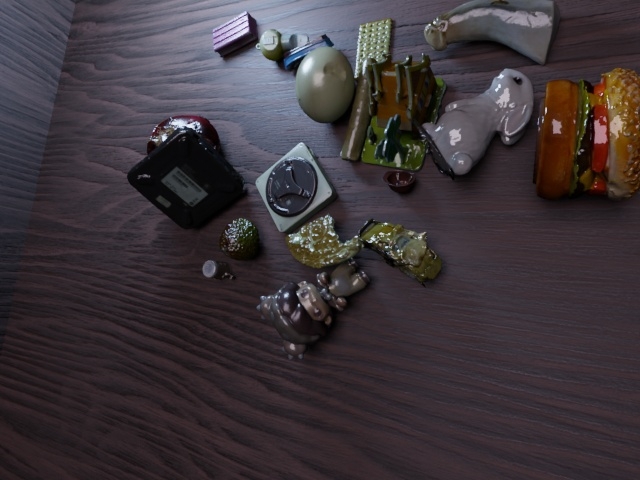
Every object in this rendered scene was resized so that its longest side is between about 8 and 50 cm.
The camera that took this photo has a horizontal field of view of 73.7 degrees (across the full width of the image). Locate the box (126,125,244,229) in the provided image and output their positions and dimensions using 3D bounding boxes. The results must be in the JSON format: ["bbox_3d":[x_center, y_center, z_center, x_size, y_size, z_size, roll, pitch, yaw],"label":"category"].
[{"bbox_3d":[-0.527,-0.233,1.701,0.350,0.359,0.091,-35,33,17],"label":"box"}]

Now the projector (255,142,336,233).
[{"bbox_3d":[-0.102,-0.198,1.618,0.259,0.079,0.257,-36,67,19],"label":"projector"}]

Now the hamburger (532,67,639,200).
[{"bbox_3d":[0.689,-0.259,1.091,0.249,0.330,0.331,6,83,25],"label":"hamburger"}]

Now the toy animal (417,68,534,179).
[{"bbox_3d":[0.492,-0.353,1.295,0.357,0.194,0.258,-32,58,10],"label":"toy animal"}]

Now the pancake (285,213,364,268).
[{"bbox_3d":[0.003,0.003,1.485,0.376,0.054,0.198,17,82,46],"label":"pancake"}]

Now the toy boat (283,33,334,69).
[{"bbox_3d":[-0.048,-0.730,1.691,0.222,0.100,0.097,-12,112,29],"label":"toy boat"}]

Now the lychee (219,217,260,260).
[{"bbox_3d":[-0.308,-0.003,1.650,0.171,0.171,0.172,-5,78,26],"label":"lychee"}]

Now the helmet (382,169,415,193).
[{"bbox_3d":[0.268,-0.190,1.441,0.111,0.057,0.089,19,54,34],"label":"helmet"}]

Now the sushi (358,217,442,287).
[{"bbox_3d":[0.259,0.025,1.375,0.290,0.131,0.139,32,73,35],"label":"sushi"}]

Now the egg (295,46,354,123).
[{"bbox_3d":[0.016,-0.562,1.547,0.218,0.219,0.270,-8,79,26],"label":"egg"}]

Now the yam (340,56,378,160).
[{"bbox_3d":[0.145,-0.466,1.535,0.083,0.083,0.373,13,90,28],"label":"yam"}]

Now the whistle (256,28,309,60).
[{"bbox_3d":[-0.156,-0.806,1.759,0.222,0.123,0.123,-3,79,7],"label":"whistle"}]

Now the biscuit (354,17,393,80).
[{"bbox_3d":[0.198,-0.715,1.598,0.138,0.016,0.232,3,81,29],"label":"biscuit"}]

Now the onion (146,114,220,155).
[{"bbox_3d":[-0.573,-0.392,1.827,0.313,0.232,0.315,-2,67,5],"label":"onion"}]

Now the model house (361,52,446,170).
[{"bbox_3d":[0.217,-0.426,1.370,0.242,0.312,0.358,18,90,31],"label":"model house"}]

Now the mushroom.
[{"bbox_3d":[0.533,-0.681,1.361,0.396,0.126,0.178,19,98,25],"label":"mushroom"}]

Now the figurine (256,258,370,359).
[{"bbox_3d":[-0.015,0.205,1.446,0.380,0.203,0.248,-37,81,2],"label":"figurine"}]

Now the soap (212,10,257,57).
[{"bbox_3d":[-0.384,-0.918,1.903,0.202,0.065,0.122,-14,75,24],"label":"soap"}]

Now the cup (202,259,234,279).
[{"bbox_3d":[-0.408,0.129,1.702,0.074,0.099,0.102,-42,65,15],"label":"cup"}]
